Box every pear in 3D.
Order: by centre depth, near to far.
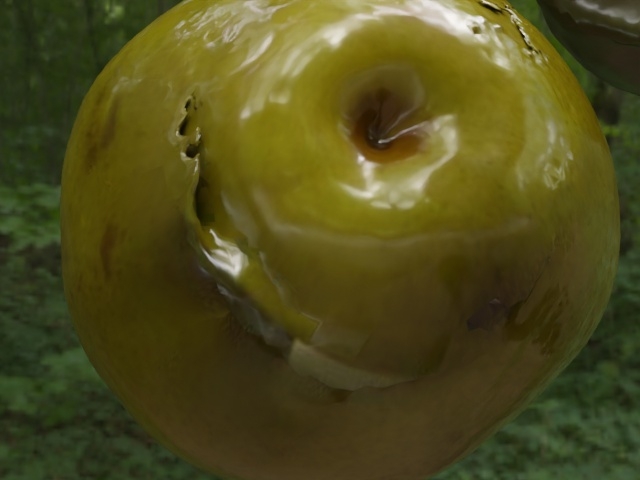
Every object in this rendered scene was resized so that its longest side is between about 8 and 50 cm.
[{"bbox_3d":[0.011,0.005,0.589,0.285,0.285,0.336,-5,-25,11],"label":"pear"}]

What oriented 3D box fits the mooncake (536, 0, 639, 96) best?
[{"bbox_3d":[0.338,-0.293,0.937,0.378,0.378,0.201,-12,-24,27],"label":"mooncake"}]
